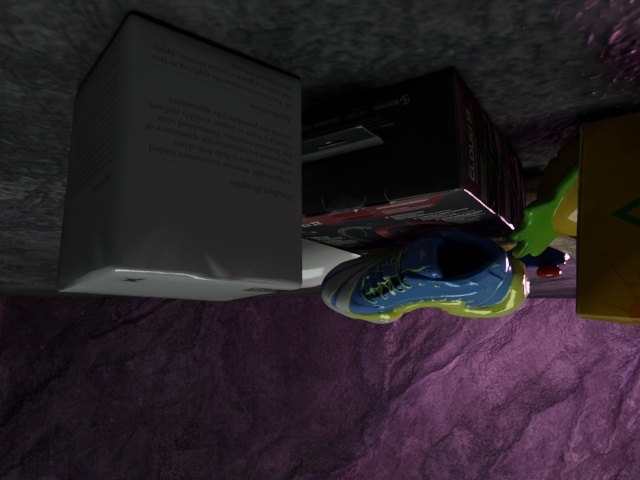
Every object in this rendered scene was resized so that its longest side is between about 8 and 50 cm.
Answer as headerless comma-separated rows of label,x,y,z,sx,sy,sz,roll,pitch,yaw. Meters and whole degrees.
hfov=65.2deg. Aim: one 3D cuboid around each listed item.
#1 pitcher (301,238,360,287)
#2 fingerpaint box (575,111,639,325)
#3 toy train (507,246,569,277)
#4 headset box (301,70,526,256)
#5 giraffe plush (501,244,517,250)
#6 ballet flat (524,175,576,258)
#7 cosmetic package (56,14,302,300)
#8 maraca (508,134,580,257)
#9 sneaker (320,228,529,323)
pitcher,0.000,0.000,0.872,0.207,0.125,0.177,-14,145,14
fingerpaint box,0.474,0.007,0.363,0.445,0.163,0.371,12,170,-36
toy train,0.458,0.022,0.978,0.248,0.105,0.143,-9,169,36
headset box,0.083,-0.059,0.547,0.218,0.110,0.293,-8,166,33
giraffe plush,0.274,0.039,0.882,0.210,0.170,0.182,-10,165,41
ballet flat,0.382,-0.029,0.729,0.316,0.107,0.106,6,160,-32
cosmetic package,-0.117,-0.047,0.421,0.151,0.183,0.152,10,165,-38
maraca,0.275,-0.050,0.526,0.186,0.099,0.127,-38,140,2
sneaker,0.096,0.029,0.546,0.240,0.091,0.126,-6,149,24
